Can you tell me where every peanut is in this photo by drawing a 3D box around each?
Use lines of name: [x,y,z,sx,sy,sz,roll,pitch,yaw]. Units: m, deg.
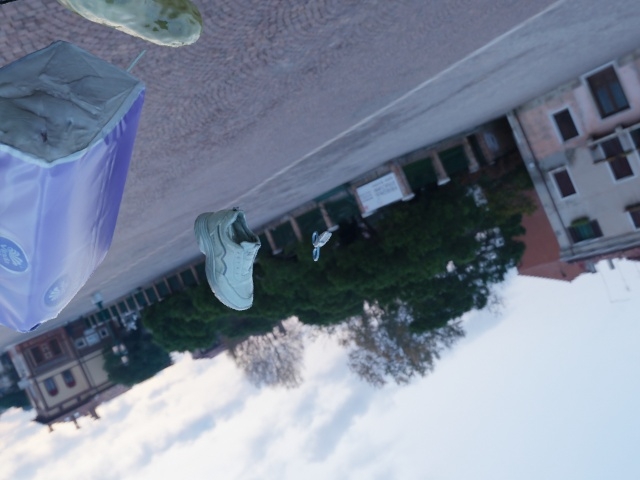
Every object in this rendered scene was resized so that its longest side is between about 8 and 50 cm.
peanut: [-0.391,-0.490,1.133,0.319,0.147,0.148,17,159,-28]

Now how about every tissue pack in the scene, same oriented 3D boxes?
tissue pack: [-0.372,-0.068,0.754,0.338,0.160,0.242,-58,-171,40]

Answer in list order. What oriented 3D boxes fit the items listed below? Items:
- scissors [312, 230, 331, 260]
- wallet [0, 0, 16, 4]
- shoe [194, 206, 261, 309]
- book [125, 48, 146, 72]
scissors: [0.000,0.000,1.045,0.014,0.058,0.119,1,164,-14]
wallet: [-0.727,-0.602,1.201,0.110,0.198,0.031,-41,-179,-37]
shoe: [-0.268,0.053,1.766,0.211,0.341,0.132,-17,-177,40]
book: [-0.600,-0.535,1.740,0.168,0.013,0.192,-50,-156,3]
